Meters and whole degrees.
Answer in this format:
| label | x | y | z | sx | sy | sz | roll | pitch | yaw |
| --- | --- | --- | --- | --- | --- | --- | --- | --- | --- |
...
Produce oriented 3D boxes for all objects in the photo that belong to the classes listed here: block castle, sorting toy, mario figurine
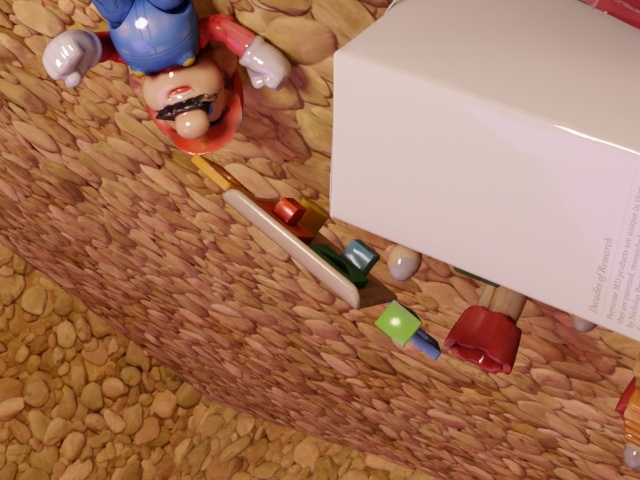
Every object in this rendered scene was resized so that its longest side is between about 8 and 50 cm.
| label | x | y | z | sx | sy | sz | roll | pitch | yaw |
| --- | --- | --- | --- | --- | --- | --- | --- | --- | --- |
| block castle | 0.247 | 0.057 | 1.072 | 0.303 | 0.212 | 0.453 | 20 | 163 | 24 |
| sorting toy | 0.000 | 0.000 | 1.155 | 0.348 | 0.047 | 0.196 | 39 | -173 | 14 |
| mario figurine | -0.157 | -0.190 | 1.138 | 0.198 | 0.170 | 0.320 | 18 | 156 | 25 |

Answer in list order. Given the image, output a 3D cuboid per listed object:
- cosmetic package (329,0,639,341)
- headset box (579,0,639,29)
| label | x | y | z | sx | sy | sz | roll | pitch | yaw |
| --- | --- | --- | --- | --- | --- | --- | --- | --- | --- |
| cosmetic package | 0.207 | -0.059 | 0.762 | 0.366 | 0.197 | 0.155 | 23 | 134 | 27 |
| headset box | 0.224 | -0.221 | 0.602 | 0.218 | 0.110 | 0.293 | 27 | 161 | 5 |
